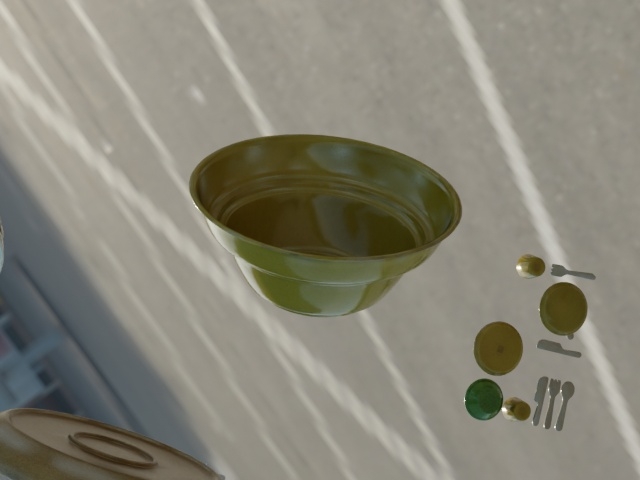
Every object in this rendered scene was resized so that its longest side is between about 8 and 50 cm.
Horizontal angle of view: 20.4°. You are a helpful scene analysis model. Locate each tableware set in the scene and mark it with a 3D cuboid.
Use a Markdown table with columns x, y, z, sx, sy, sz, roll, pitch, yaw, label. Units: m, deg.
| x | y | z | sx | sy | sz | roll | pitch | yaw | label |
| --- | --- | --- | --- | --- | --- | --- | --- | --- | --- |
| 0.182 | 0.089 | 1.581 | 0.104 | 0.154 | 0.024 | 13 | 177 | -19 | tableware set |

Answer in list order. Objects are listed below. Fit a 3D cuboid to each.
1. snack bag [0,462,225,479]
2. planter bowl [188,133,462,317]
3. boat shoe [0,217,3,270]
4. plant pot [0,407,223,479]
| x | y | z | sx | sy | sz | roll | pitch | yaw | label |
| --- | --- | --- | --- | --- | --- | --- | --- | --- | --- |
| -0.167 | 0.351 | 1.648 | 0.323 | 0.037 | 0.342 | 11 | -135 | -43 | snack bag |
| 0.000 | 0.000 | 1.426 | 0.217 | 0.217 | 0.090 | 42 | 134 | 46 | planter bowl |
| -0.312 | -0.074 | 1.042 | 0.305 | 0.109 | 0.091 | 33 | -153 | -13 | boat shoe |
| -0.174 | 0.184 | 1.467 | 0.236 | 0.032 | 0.236 | 19 | -177 | -1 | plant pot |
